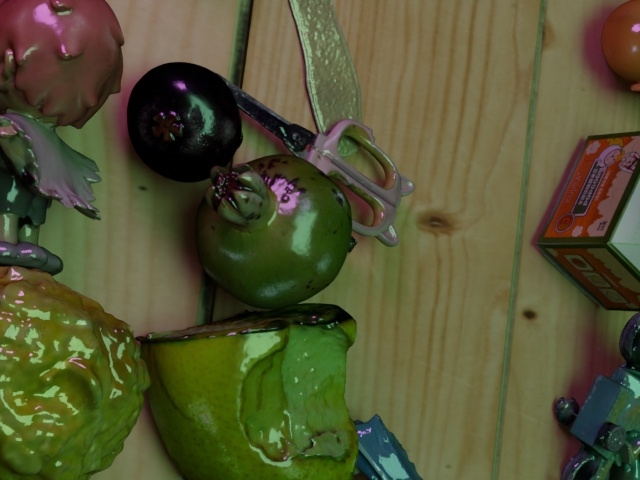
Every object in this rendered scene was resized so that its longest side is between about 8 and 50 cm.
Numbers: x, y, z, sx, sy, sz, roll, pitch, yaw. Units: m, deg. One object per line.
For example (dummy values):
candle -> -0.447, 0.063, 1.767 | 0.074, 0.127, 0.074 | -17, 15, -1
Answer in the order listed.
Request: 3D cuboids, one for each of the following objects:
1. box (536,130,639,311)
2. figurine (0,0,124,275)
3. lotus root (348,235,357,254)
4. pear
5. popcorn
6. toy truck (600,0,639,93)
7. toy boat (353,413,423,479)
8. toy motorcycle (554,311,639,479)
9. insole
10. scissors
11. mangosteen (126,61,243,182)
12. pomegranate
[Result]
box -> 0.434, -0.025, 1.906 | 0.177, 0.148, 0.195 | 39, 68, -28
figurine -> -0.293, -0.158, 1.406 | 0.207, 0.166, 0.387 | 23, 70, -67
lotus root -> 0.000, 0.000, 1.660 | 0.099, 0.049, 0.054 | 11, 53, -35
pear -> -0.072, 0.208, 1.541 | 0.238, 0.164, 0.255 | -6, 93, -37
popcorn -> -0.304, 0.128, 1.368 | 0.206, 0.251, 0.237 | -56, 156, 3
toy truck -> 0.544, -0.282, 1.932 | 0.239, 0.265, 0.189 | 3, 86, -45
toy boat -> 0.079, 0.315, 1.687 | 0.098, 0.109, 0.238 | -30, 108, 4
toy motorcycle -> 0.439, 0.246, 1.918 | 0.198, 0.109, 0.296 | 23, 95, -37
insole -> 0.008, -0.226, 1.695 | 0.081, 0.011, 0.248 | -21, 100, -33
scissors -> -0.012, -0.111, 1.646 | 0.317, 0.024, 0.160 | 35, 57, -25
mangosteen -> -0.146, -0.134, 1.528 | 0.151, 0.137, 0.137 | -27, 107, -68
pomegranate -> -0.070, -0.011, 1.526 | 0.210, 0.179, 0.179 | 4, 86, -46
